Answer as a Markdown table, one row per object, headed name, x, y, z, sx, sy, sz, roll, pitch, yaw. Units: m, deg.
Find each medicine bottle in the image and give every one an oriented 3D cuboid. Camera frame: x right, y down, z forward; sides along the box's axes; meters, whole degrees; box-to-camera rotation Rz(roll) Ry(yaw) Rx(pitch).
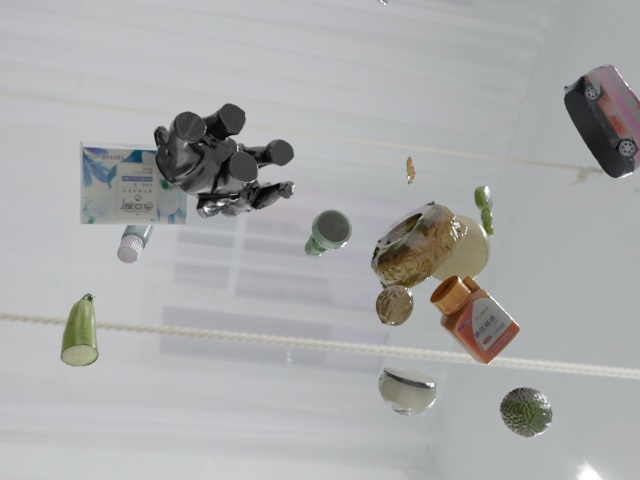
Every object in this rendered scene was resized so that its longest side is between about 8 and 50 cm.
| name | x | y | z | sx | sy | sz | roll | pitch | yaw |
| --- | --- | --- | --- | --- | --- | --- | --- | --- | --- |
| medicine bottle | -0.593 | -0.006 | 2.141 | 0.203 | 0.084 | 0.083 | -88 | -169 | -60 |
| medicine bottle | 0.407 | 0.207 | 1.806 | 0.149 | 0.222 | 0.112 | -46 | -171 | -3 |

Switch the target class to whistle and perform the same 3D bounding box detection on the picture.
| name | x | y | z | sx | sy | sz | roll | pitch | yaw |
| --- | --- | --- | --- | --- | --- | --- | --- | --- | --- |
| whistle | 0.624 | -0.111 | 2.550 | 0.057 | 0.104 | 0.198 | -11 | -101 | 34 |

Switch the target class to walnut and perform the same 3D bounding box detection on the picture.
| name | x | y | z | sx | sy | sz | roll | pitch | yaw |
| --- | --- | --- | --- | --- | --- | --- | --- | --- | --- |
| walnut | 0.163 | 0.145 | 1.485 | 0.096 | 0.083 | 0.079 | -54 | 170 | -15 |

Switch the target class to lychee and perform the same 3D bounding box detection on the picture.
| name | x | y | z | sx | sy | sz | roll | pitch | yaw |
| --- | --- | --- | --- | --- | --- | --- | --- | --- | --- |
| lychee | 0.460 | 0.383 | 1.499 | 0.146 | 0.114 | 0.114 | 81 | 12 | -72 |

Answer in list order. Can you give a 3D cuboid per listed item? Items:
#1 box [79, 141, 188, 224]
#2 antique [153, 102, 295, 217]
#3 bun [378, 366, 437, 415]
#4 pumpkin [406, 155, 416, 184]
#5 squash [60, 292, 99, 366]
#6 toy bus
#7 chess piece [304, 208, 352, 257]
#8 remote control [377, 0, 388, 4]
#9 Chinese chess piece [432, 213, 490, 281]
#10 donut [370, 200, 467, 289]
| name | x | y | z | sx | sy | sz | roll | pitch | yaw |
| --- | --- | --- | --- | --- | --- | --- | --- | --- | --- |
| box | -0.492 | -0.150 | 1.771 | 0.116 | 0.275 | 0.202 | -146 | -121 | -63 |
| antique | -0.231 | -0.176 | 1.535 | 0.255 | 0.322 | 0.185 | -28 | -144 | 51 |
| bun | 0.248 | 0.443 | 1.940 | 0.173 | 0.173 | 0.119 | -150 | -108 | -78 |
| pumpkin | 0.339 | -0.262 | 2.508 | 0.073 | 0.035 | 0.101 | 66 | 23 | -59 |
| squash | -0.624 | 0.221 | 1.769 | 0.224 | 0.095 | 0.094 | -102 | -158 | -46 |
| toy bus | 0.796 | -0.327 | 1.830 | 0.302 | 0.147 | 0.127 | 59 | -5 | 5 |
| chess piece | 0.000 | 0.000 | 2.361 | 0.272 | 0.139 | 0.139 | 136 | -39 | -60 |
| remote control | 0.090 | -0.487 | 1.248 | 0.184 | 0.027 | 0.049 | -7 | 109 | -65 |
| Chinese chess piece | 0.462 | 0.028 | 2.326 | 0.097 | 0.251 | 0.250 | -67 | 172 | -61 |
| donut | 0.291 | 0.008 | 2.050 | 0.159 | 0.330 | 0.330 | 57 | 2 | -20 |
